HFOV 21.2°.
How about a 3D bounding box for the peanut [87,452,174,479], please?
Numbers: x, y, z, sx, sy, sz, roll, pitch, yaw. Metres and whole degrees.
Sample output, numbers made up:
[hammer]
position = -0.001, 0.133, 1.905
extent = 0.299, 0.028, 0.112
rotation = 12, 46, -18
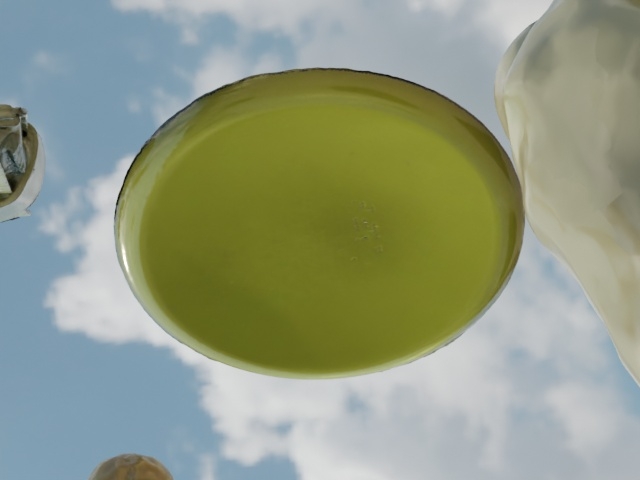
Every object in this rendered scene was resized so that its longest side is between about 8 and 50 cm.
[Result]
[peanut]
position = -0.127, 0.276, 1.327
extent = 0.104, 0.086, 0.227
rotation = -42, -62, -80

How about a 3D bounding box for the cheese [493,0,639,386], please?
[cheese]
position = 0.179, 0.046, 0.481
extent = 0.318, 0.115, 0.326
rotation = 34, -158, -49

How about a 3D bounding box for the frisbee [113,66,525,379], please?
[frisbee]
position = 0.000, 0.000, 0.967
extent = 0.236, 0.236, 0.017
rotation = 47, -155, -35

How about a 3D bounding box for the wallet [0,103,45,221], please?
[wallet]
position = -0.281, -0.038, 1.048
extent = 0.223, 0.309, 0.077
rotation = -5, -91, -8
